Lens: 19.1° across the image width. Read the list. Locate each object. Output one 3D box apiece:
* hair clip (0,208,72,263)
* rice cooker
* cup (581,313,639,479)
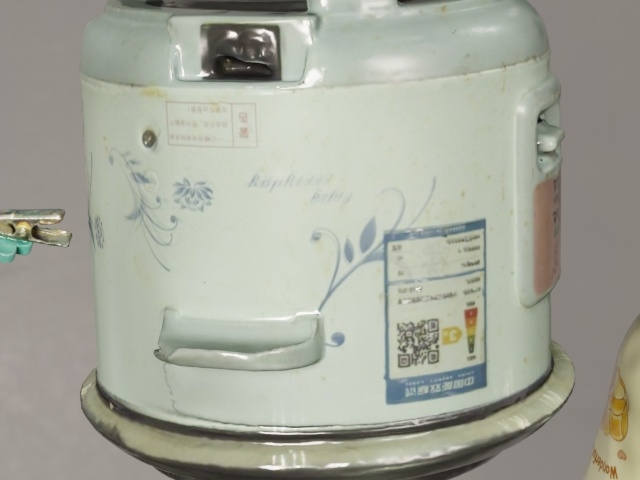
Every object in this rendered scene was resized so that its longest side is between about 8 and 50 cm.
[{"bbox_3d":[-0.287,-0.009,1.530,0.049,0.173,0.049,7,-90,-87],"label":"hair clip"},{"bbox_3d":[0.000,0.000,0.998,0.316,0.264,0.316,1,-90,-76],"label":"rice cooker"},{"bbox_3d":[0.344,0.149,1.614,0.173,0.255,0.202,31,124,30],"label":"cup"}]
